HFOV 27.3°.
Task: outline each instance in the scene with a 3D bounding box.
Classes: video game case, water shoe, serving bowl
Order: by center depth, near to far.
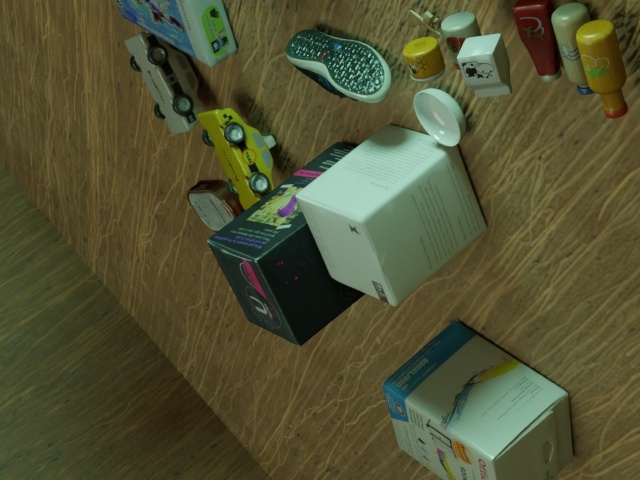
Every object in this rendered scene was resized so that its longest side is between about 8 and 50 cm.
[{"bbox_3d":[0.158,-0.162,1.689,0.083,0.027,0.083,41,155,24],"label":"serving bowl"},{"bbox_3d":[0.038,-0.230,1.793,0.203,0.073,0.080,37,176,43],"label":"water shoe"},{"bbox_3d":[-0.261,-0.425,2.069,0.269,0.061,0.244,33,150,40],"label":"video game case"}]

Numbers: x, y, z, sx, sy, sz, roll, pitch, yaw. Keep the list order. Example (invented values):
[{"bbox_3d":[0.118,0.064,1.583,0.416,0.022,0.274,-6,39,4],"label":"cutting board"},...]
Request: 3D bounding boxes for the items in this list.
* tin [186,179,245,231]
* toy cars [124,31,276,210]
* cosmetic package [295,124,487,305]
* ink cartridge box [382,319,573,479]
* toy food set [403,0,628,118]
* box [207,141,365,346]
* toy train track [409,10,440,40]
[{"bbox_3d":[-0.198,-0.063,2.543,0.106,0.040,0.190,54,159,-17],"label":"tin"},{"bbox_3d":[-0.188,-0.215,2.228,0.393,0.087,0.176,46,153,23],"label":"toy cars"},{"bbox_3d":[0.097,-0.038,1.793,0.151,0.184,0.151,23,144,50],"label":"cosmetic package"},{"bbox_3d":[0.243,0.277,2.012,0.233,0.168,0.171,32,150,39],"label":"ink cartridge box"},{"bbox_3d":[0.214,-0.186,1.407,0.232,0.111,0.104,-4,127,27],"label":"toy food set"},{"bbox_3d":[0.000,0.000,1.927,0.143,0.270,0.165,21,144,53],"label":"box"},{"bbox_3d":[0.129,-0.261,1.616,0.048,0.014,0.083,41,163,8],"label":"toy train track"}]
